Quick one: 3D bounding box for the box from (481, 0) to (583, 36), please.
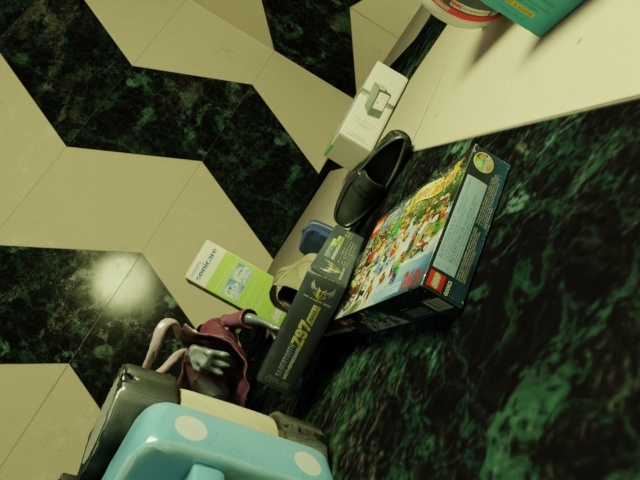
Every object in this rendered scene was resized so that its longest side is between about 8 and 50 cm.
[{"bbox_3d":[0.261,-0.308,0.460,0.060,0.101,0.244,-64,8,-15],"label":"box"}]

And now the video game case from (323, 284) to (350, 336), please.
[{"bbox_3d":[0.040,0.102,0.735,0.087,0.011,0.122,-64,8,-21],"label":"video game case"}]

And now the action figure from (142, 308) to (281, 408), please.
[{"bbox_3d":[-0.236,0.258,1.043,0.248,0.276,0.370,-64,14,6],"label":"action figure"}]

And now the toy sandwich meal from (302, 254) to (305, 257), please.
[{"bbox_3d":[-0.045,0.053,1.417,0.085,0.029,0.085,-59,8,13],"label":"toy sandwich meal"}]

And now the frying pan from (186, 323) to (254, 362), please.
[{"bbox_3d":[-0.267,0.294,1.258,0.053,0.197,0.326,-21,6,8],"label":"frying pan"}]

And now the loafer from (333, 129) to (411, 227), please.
[{"bbox_3d":[0.095,-0.116,0.933,0.223,0.076,0.078,-54,1,17],"label":"loafer"}]

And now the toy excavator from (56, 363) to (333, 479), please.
[{"bbox_3d":[-0.069,0.256,0.320,0.433,0.222,0.445,-59,21,10],"label":"toy excavator"}]

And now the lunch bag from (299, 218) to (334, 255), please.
[{"bbox_3d":[0.000,0.000,1.051,0.067,0.098,0.065,-63,3,26],"label":"lunch bag"}]

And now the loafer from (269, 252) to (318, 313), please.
[{"bbox_3d":[-0.055,0.107,1.006,0.092,0.102,0.268,-58,6,-30],"label":"loafer"}]

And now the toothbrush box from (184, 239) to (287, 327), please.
[{"bbox_3d":[-0.223,0.130,1.350,0.122,0.283,0.206,-63,7,-14],"label":"toothbrush box"}]

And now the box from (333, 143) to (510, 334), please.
[{"bbox_3d":[0.100,0.014,0.537,0.159,0.044,0.233,-64,8,-23],"label":"box"}]

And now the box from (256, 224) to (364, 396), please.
[{"bbox_3d":[-0.007,0.091,0.722,0.183,0.059,0.232,-64,-2,20],"label":"box"}]

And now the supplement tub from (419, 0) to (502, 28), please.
[{"bbox_3d":[0.259,-0.458,0.679,0.191,0.191,0.272,-63,7,-19],"label":"supplement tub"}]

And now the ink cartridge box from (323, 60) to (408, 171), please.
[{"bbox_3d":[0.137,-0.377,1.487,0.272,0.115,0.198,-63,8,-15],"label":"ink cartridge box"}]
